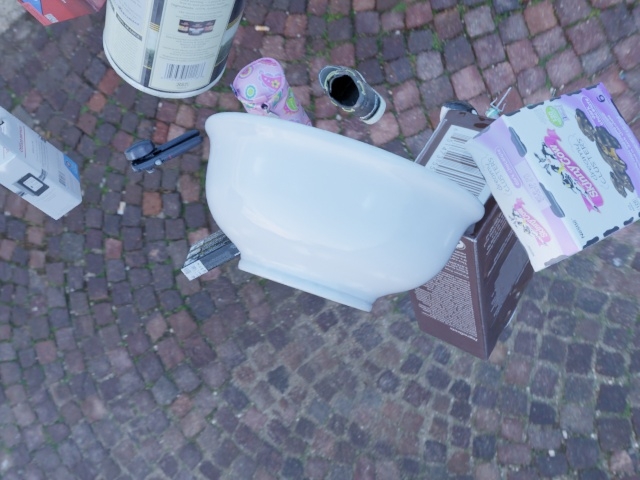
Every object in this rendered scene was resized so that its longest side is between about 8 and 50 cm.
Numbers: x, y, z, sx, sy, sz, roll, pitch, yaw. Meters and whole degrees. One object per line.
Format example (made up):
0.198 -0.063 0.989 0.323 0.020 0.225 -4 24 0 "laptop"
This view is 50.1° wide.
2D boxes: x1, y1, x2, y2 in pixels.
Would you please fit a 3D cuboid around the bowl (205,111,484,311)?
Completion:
0.003 -0.012 0.697 0.298 0.298 0.134 18 85 15 "bowl"

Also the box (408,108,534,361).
0.224 0.006 1.025 0.143 0.381 0.191 22 66 29 "box"

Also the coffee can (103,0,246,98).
-0.208 -0.368 1.000 0.202 0.275 0.201 8 65 -18 "coffee can"

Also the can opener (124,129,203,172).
-0.365 -0.211 1.621 0.186 0.073 0.059 -20 60 -7 "can opener"

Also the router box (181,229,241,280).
-0.280 0.023 1.849 0.179 0.133 0.046 -26 115 17 "router box"

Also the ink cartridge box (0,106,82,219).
-0.480 -0.127 1.119 0.060 0.180 0.104 -32 49 11 "ink cartridge box"

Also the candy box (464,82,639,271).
0.284 -0.077 0.778 0.164 0.196 0.070 63 145 8 "candy box"

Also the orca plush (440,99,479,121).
0.323 -0.155 1.350 0.102 0.151 0.287 -29 105 -11 "orca plush"

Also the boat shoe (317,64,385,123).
0.050 -0.318 1.418 0.081 0.069 0.227 -56 42 13 "boat shoe"

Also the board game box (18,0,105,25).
-0.445 -0.416 0.944 0.145 0.281 0.027 2 60 37 "board game box"

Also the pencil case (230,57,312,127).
-0.095 -0.276 1.526 0.124 0.284 0.124 -6 65 13 "pencil case"

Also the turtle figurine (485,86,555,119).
0.510 -0.292 1.774 0.175 0.118 0.234 12 137 -5 "turtle figurine"
